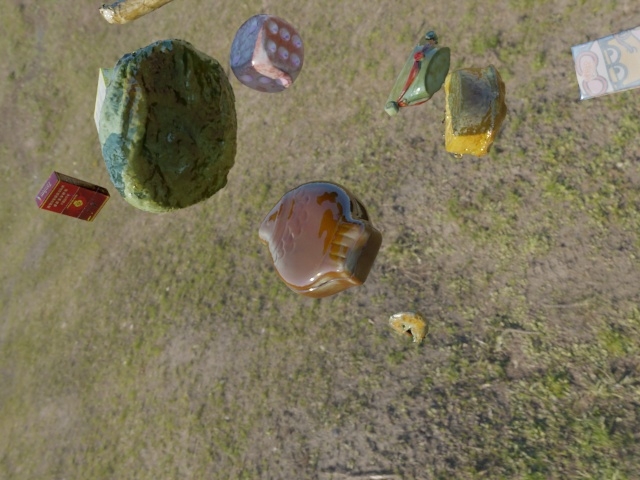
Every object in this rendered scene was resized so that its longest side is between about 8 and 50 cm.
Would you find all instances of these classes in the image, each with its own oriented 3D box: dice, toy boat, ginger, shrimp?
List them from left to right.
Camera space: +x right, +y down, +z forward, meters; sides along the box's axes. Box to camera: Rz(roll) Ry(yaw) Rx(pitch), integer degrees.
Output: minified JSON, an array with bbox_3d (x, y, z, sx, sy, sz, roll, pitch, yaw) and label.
[{"bbox_3d":[-0.258,-0.494,1.018,0.333,0.081,0.148,-30,31,18],"label":"ginger"},{"bbox_3d":[-0.087,-0.301,0.901,0.091,0.093,0.094,-13,69,46],"label":"dice"},{"bbox_3d":[0.245,0.232,1.490,0.101,0.190,0.042,-10,53,18],"label":"shrimp"},{"bbox_3d":[0.181,-0.300,0.985,0.071,0.089,0.185,14,70,47],"label":"toy boat"}]

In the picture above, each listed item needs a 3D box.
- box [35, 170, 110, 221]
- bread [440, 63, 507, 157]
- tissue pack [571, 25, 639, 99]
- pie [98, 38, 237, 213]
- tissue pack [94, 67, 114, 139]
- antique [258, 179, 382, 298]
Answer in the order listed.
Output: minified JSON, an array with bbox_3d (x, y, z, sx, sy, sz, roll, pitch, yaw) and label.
[{"bbox_3d":[-0.343,-0.060,0.770,0.051,0.082,0.023,-47,56,15],"label":"box"},{"bbox_3d":[0.372,-0.323,1.343,0.139,0.143,0.229,104,167,-84],"label":"bread"},{"bbox_3d":[0.599,-0.358,1.117,0.155,0.065,0.116,-8,97,33],"label":"tissue pack"},{"bbox_3d":[-0.221,-0.173,0.872,0.078,0.277,0.277,19,83,35],"label":"pie"},{"bbox_3d":[-0.471,-0.300,1.268,0.176,0.062,0.095,-48,57,52],"label":"tissue pack"},{"bbox_3d":[0.000,0.000,1.071,0.278,0.129,0.224,13,77,45],"label":"antique"}]
